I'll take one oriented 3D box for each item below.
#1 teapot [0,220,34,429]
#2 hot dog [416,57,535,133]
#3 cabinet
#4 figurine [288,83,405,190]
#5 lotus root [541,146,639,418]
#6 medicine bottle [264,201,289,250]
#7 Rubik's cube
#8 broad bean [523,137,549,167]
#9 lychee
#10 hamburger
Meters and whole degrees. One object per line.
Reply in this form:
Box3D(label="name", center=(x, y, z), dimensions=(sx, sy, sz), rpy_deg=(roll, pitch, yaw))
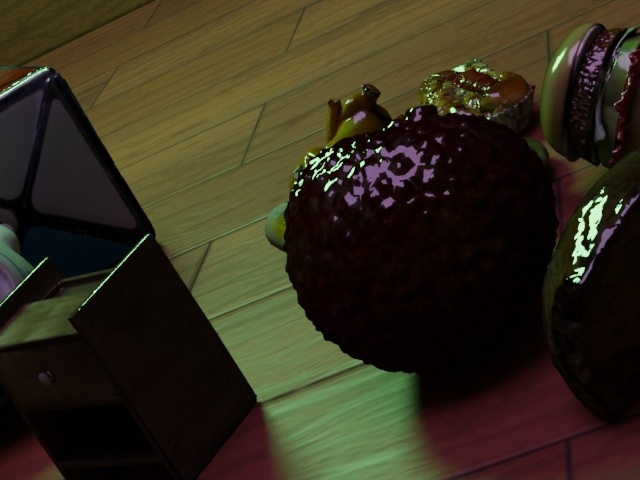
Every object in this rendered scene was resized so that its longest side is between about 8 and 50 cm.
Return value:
Box3D(label="teapot", center=(-0.451, 0.131, 1.833), dimensions=(0.280, 0.252, 0.424), rpy_deg=(122, 167, -58))
Box3D(label="hot dog", center=(0.190, -0.177, 1.904), dimensions=(0.131, 0.069, 0.252), rpy_deg=(-31, 20, -1))
Box3D(label="cabinet", center=(-0.213, 0.131, 1.519), dimensions=(0.175, 0.215, 0.148), rpy_deg=(-11, 28, 41))
Box3D(label="figurine", center=(0.029, -0.118, 1.960), dimensions=(0.176, 0.121, 0.122), rpy_deg=(-43, 3, -1))
Box3D(label="lotus root", center=(0.287, -0.008, 1.267), dimensions=(0.314, 0.210, 0.142), rpy_deg=(-26, 28, -29))
Box3D(label="medicine bottle", center=(0.000, 0.000, 1.750), dimensions=(0.074, 0.074, 0.218), rpy_deg=(-35, 19, -12))
Box3D(label="Rubik's cube", center=(-0.460, -0.054, 2.149), dimensions=(0.305, 0.310, 0.307), rpy_deg=(-35, 21, -21))
Box3D(label="broad bean", center=(0.189, -0.064, 1.671), dimensions=(0.153, 0.072, 0.206), rpy_deg=(-27, 9, 0))
Box3D(label="lychee", center=(0.098, -0.001, 1.401), dimensions=(0.261, 0.260, 0.260), rpy_deg=(-26, 21, 11))
Box3D(label="hamburger", center=(0.298, -0.149, 1.542), dimensions=(0.137, 0.175, 0.175), rpy_deg=(17, 44, 26))
